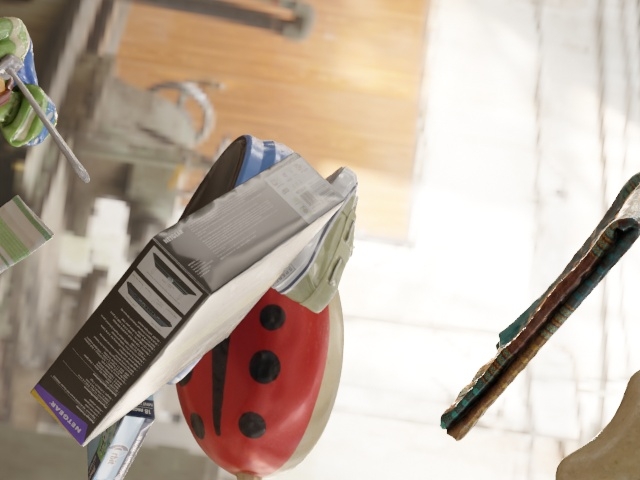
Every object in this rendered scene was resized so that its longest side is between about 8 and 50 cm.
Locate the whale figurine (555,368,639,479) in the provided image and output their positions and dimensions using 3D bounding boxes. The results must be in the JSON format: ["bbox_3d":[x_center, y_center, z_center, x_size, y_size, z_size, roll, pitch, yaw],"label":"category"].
[{"bbox_3d":[0.272,0.198,0.890,0.216,0.272,0.141,-50,163,-11],"label":"whale figurine"}]

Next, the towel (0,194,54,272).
[{"bbox_3d":[-0.477,0.003,2.151,0.113,0.152,0.023,40,-23,40],"label":"towel"}]

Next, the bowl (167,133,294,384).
[{"bbox_3d":[-0.166,0.020,2.149,0.391,0.077,0.391,-57,-166,22],"label":"bowl"}]

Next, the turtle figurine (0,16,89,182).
[{"bbox_3d":[-0.318,-0.103,1.124,0.198,0.266,0.275,-32,-137,47],"label":"turtle figurine"}]

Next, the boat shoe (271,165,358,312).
[{"bbox_3d":[0.000,0.000,2.052,0.109,0.094,0.302,-36,-166,33],"label":"boat shoe"}]

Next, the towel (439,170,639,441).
[{"bbox_3d":[0.239,0.052,1.471,0.271,0.040,0.370,-52,172,16],"label":"towel"}]

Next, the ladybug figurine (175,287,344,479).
[{"bbox_3d":[-0.117,0.173,2.395,0.162,0.305,0.449,18,67,-59],"label":"ladybug figurine"}]

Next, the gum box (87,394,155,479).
[{"bbox_3d":[-0.250,0.188,1.823,0.184,0.041,0.157,-101,-150,-41],"label":"gum box"}]

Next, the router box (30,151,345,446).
[{"bbox_3d":[-0.129,0.053,1.518,0.243,0.081,0.309,-49,173,30],"label":"router box"}]
